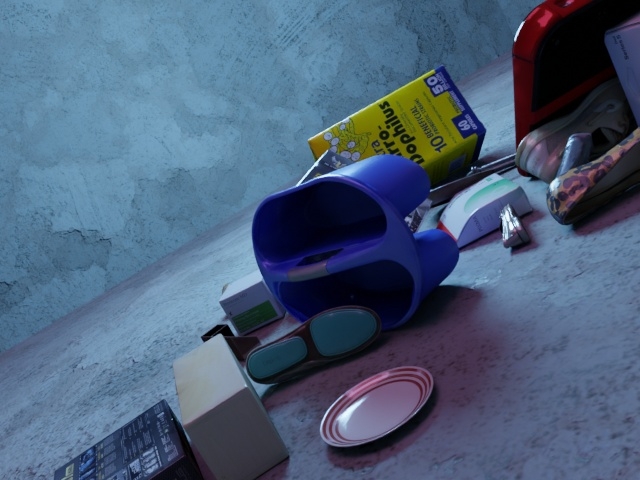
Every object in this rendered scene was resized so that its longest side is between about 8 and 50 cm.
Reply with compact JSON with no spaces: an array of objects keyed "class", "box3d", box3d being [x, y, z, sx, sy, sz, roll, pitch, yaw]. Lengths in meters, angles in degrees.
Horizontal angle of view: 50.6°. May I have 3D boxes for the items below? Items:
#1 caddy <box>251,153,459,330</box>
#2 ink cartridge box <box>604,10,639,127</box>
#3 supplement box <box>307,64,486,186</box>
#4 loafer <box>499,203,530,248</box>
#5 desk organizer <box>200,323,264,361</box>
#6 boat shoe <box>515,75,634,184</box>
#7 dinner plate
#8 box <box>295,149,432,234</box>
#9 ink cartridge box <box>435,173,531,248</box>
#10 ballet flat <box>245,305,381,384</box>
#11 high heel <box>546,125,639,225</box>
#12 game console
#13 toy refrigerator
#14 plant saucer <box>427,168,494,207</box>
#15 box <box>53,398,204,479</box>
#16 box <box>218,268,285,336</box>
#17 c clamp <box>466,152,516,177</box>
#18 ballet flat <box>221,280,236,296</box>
[{"class":"caddy","box3d":[0.035,0.016,1.018,0.179,0.241,0.341,-30,10,-39]},{"class":"ink cartridge box","box3d":[0.639,-0.325,1.122,0.273,0.198,0.115,-32,14,-12]},{"class":"supplement box","box3d":[0.178,-0.213,1.592,0.356,0.194,0.195,-30,-15,0]},{"class":"loafer","box3d":[0.293,-0.023,1.053,0.039,0.045,0.125,-33,13,17]},{"class":"desk organizer","box3d":[-0.162,0.183,1.222,0.047,0.050,0.130,-37,14,-32]},{"class":"boat shoe","box3d":[0.492,-0.194,1.203,0.302,0.109,0.098,-30,50,-13]},{"class":"dinner plate","box3d":[0.065,0.188,0.759,0.141,0.017,0.141,-28,12,7]},{"class":"box","box3d":[0.072,-0.059,1.252,0.183,0.231,0.056,-53,-12,-46]},{"class":"ink cartridge box","box3d":[0.242,-0.037,1.204,0.225,0.056,0.181,-26,11,6]},{"class":"ballet flat","box3d":[-0.007,0.149,0.979,0.213,0.072,0.068,-24,-17,13]},{"class":"high heel","box3d":[0.454,-0.095,0.946,0.261,0.093,0.186,-7,42,41]},{"class":"game console","box3d":[0.504,-0.325,1.216,0.386,0.342,0.060,-31,51,-12]},{"class":"toy refrigerator","box3d":[-0.131,0.216,0.889,0.094,0.102,0.269,-31,13,-10]},{"class":"plant saucer","box3d":[0.271,-0.099,1.356,0.168,0.029,0.168,-19,-3,-1]},{"class":"box","box3d":[-0.256,0.312,0.883,0.183,0.059,0.233,-32,13,-15]},{"class":"box","box3d":[-0.127,0.116,1.329,0.101,0.087,0.102,-26,12,13]},{"class":"c clamp","box3d":[0.369,-0.160,1.387,0.161,0.022,0.137,-22,-7,23]},{"class":"ballet flat","box3d":[-0.144,0.115,1.471,0.206,0.073,0.067,-21,41,44]}]
